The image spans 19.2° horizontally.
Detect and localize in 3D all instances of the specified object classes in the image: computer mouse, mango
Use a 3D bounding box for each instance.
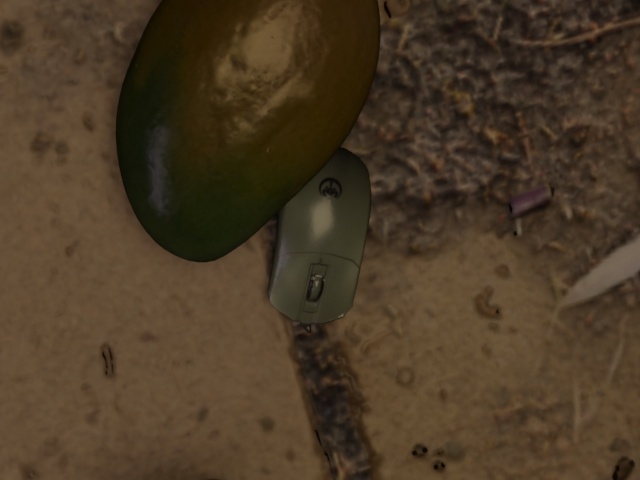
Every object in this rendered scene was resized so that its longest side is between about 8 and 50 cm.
[{"bbox_3d":[0.000,0.000,1.090,0.056,0.032,0.110,7,94,-10],"label":"computer mouse"},{"bbox_3d":[-0.043,-0.080,1.050,0.130,0.092,0.195,19,100,-10],"label":"mango"}]
